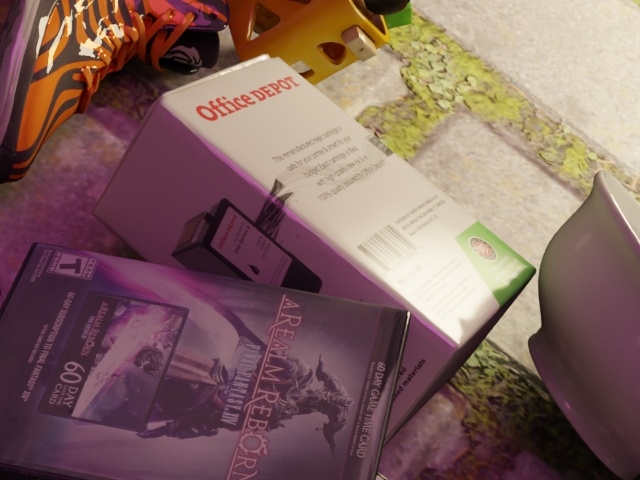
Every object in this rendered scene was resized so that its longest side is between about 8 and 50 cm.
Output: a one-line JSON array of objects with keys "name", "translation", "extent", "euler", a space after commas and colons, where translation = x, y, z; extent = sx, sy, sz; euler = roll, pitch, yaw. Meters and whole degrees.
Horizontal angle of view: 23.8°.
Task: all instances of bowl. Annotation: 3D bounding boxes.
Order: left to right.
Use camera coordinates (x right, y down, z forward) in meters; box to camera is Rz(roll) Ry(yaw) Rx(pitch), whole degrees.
[{"name": "bowl", "translation": [0.262, 0.099, 1.221], "extent": [0.298, 0.134, 0.298], "euler": [48, 14, -17]}]

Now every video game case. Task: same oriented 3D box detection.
[{"name": "video game case", "translation": [-0.091, 0.097, 1.002], "extent": [0.274, 0.026, 0.196], "euler": [9, 45, 7]}]

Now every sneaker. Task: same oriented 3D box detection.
[{"name": "sneaker", "translation": [-0.174, -0.165, 1.282], "extent": [0.180, 0.124, 0.321], "euler": [23, 58, -16]}]

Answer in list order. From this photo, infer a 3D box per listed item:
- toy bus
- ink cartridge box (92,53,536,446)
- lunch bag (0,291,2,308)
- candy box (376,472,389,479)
[{"name": "toy bus", "translation": [0.017, -0.206, 1.343], "extent": [0.191, 0.202, 0.104], "euler": [-5, 59, -20]}, {"name": "ink cartridge box", "translation": [0.000, 0.000, 1.192], "extent": [0.289, 0.121, 0.211], "euler": [40, 28, 10]}, {"name": "lunch bag", "translation": [-0.379, 0.016, 1.063], "extent": [0.293, 0.120, 0.258], "euler": [-1, 56, -23]}, {"name": "candy box", "translation": [0.022, 0.235, 1.038], "extent": [0.196, 0.165, 0.070], "euler": [36, 50, 5]}]
